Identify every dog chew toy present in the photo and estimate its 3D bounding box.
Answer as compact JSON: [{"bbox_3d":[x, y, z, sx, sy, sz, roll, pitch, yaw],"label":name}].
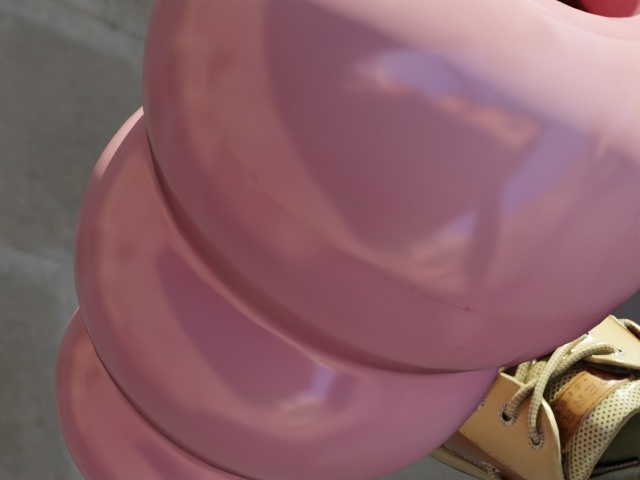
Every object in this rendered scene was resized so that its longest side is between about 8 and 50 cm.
[{"bbox_3d":[0.000,0.000,0.711,0.207,0.332,0.206,21,40,-19],"label":"dog chew toy"}]

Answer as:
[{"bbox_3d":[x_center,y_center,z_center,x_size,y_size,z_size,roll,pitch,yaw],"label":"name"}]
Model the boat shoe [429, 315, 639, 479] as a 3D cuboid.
[{"bbox_3d":[0.132,0.084,0.919,0.122,0.324,0.120,-51,171,-12],"label":"boat shoe"}]
